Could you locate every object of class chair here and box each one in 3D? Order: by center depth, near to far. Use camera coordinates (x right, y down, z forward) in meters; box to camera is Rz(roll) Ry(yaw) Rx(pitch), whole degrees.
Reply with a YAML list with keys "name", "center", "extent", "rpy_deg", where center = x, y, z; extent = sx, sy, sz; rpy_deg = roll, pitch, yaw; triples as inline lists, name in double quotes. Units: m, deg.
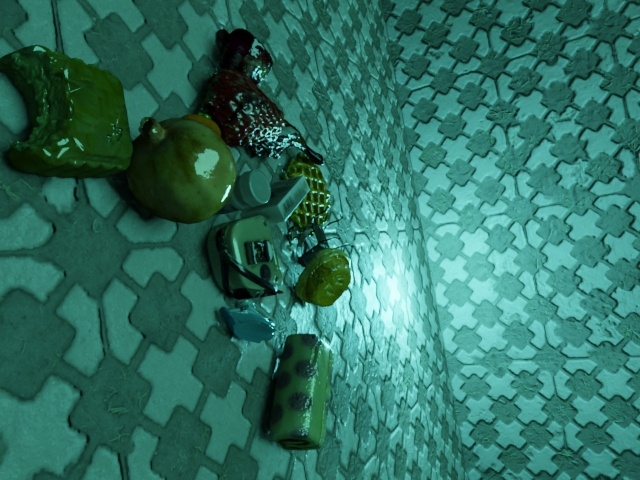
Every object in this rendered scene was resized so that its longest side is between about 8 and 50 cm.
- name: "chair"
  center: [0.000, 0.000, 1.759]
  extent: [0.174, 0.213, 0.149]
  rpy_deg: [28, 35, -56]

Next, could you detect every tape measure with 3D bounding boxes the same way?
- name: "tape measure"
  center: [-0.215, 0.070, 1.365]
  extent: [0.231, 0.133, 0.270]
  rpy_deg: [-26, 106, -62]

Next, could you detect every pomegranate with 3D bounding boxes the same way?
- name: "pomegranate"
  center: [-0.336, -0.176, 1.090]
  extent: [0.229, 0.252, 0.270]
  rpy_deg: [-60, 155, -29]

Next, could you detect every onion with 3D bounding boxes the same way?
- name: "onion"
  center: [-0.271, -0.611, 1.517]
  extent: [0.218, 0.139, 0.195]
  rpy_deg: [39, 8, 7]

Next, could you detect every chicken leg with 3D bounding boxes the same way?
- name: "chicken leg"
  center: [-0.122, -0.361, 1.683]
  extent: [0.407, 0.096, 0.157]
  rpy_deg: [4, 77, -52]

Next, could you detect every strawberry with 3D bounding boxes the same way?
- name: "strawberry"
  center: [-0.228, -0.396, 1.418]
  extent: [0.280, 0.150, 0.253]
  rpy_deg: [37, 52, -26]

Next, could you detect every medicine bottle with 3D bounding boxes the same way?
- name: "medicine bottle"
  center: [-0.241, -0.139, 1.348]
  extent: [0.105, 0.168, 0.104]
  rpy_deg: [31, 54, -54]

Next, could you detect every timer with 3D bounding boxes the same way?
- name: "timer"
  center: [-0.342, -0.305, 1.300]
  extent: [0.136, 0.099, 0.136]
  rpy_deg: [41, 38, -42]

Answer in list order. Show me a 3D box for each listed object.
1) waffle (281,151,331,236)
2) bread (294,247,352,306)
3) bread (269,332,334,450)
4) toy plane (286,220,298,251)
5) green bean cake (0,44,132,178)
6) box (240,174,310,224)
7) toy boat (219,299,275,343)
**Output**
- name: "waffle"
  center: [-0.049, -0.183, 1.831]
  extent: [0.302, 0.068, 0.324]
  rpy_deg: [58, 40, -30]
- name: "bread"
  center: [0.017, 0.138, 1.690]
  extent: [0.236, 0.120, 0.198]
  rpy_deg: [-54, 143, 5]
- name: "bread"
  center: [-0.058, 0.481, 1.480]
  extent: [0.187, 0.155, 0.338]
  rpy_deg: [59, 30, -48]
- name: "toy plane"
  center: [-0.108, -0.012, 1.700]
  extent: [0.049, 0.031, 0.120]
  rpy_deg: [33, 49, -47]
- name: "green bean cake"
  center: [-0.508, -0.251, 0.936]
  extent: [0.233, 0.124, 0.235]
  rpy_deg: [-6, 86, -62]
- name: "box"
  center: [-0.145, -0.131, 1.544]
  extent: [0.067, 0.150, 0.233]
  rpy_deg: [68, 29, -25]
- name: "toy boat"
  center: [-0.220, 0.233, 1.366]
  extent: [0.215, 0.088, 0.102]
  rpy_deg: [35, 16, -52]
